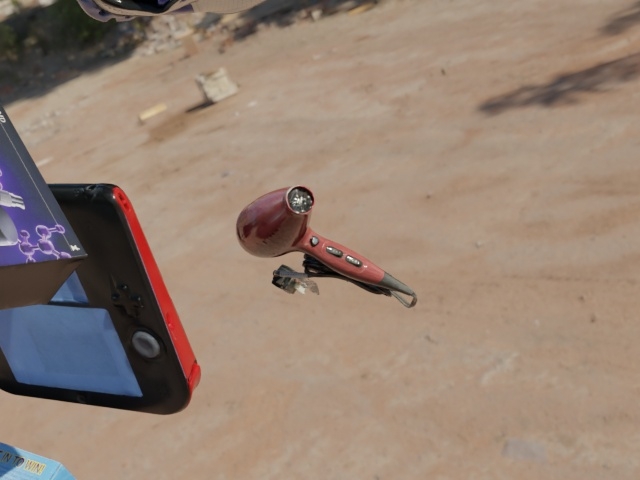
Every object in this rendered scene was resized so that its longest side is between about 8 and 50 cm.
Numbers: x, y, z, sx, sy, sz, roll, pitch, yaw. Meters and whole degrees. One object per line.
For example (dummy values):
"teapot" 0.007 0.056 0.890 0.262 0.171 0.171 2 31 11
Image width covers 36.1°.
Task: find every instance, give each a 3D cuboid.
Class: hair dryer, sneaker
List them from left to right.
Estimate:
"sneaker" -0.176 -0.360 1.332 0.316 0.127 0.182 -14 16 -11
"hair dryer" 0.000 0.000 1.270 0.224 0.293 0.080 4 68 22

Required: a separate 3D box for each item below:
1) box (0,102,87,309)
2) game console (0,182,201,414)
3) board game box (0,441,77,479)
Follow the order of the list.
"box" -0.403 -0.051 1.067 0.103 0.261 0.184 -43 -20 28
"game console" -0.357 0.077 1.288 0.387 0.342 0.060 1 37 28
"board game box" -0.553 0.439 1.442 0.308 0.086 0.302 10 53 30
